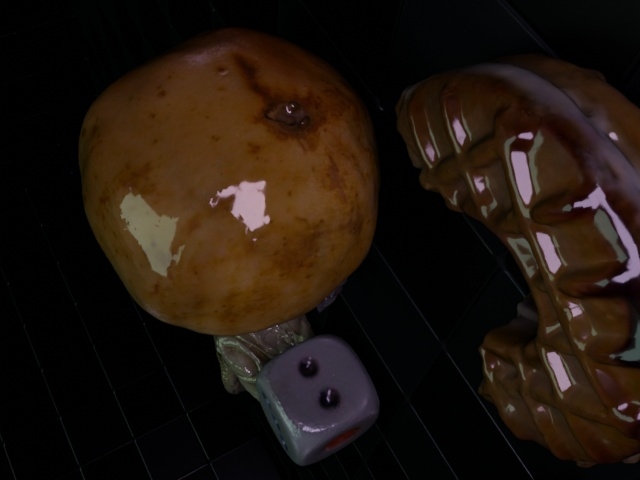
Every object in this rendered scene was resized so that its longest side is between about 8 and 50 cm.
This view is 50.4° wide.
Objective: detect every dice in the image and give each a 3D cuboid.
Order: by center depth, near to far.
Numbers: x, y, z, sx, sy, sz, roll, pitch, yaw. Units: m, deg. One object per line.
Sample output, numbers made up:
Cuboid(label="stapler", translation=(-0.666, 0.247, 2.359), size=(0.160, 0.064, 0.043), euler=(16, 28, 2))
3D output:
Cuboid(label="dice", translation=(-0.007, 0.313, 1.340), size=(0.192, 0.194, 0.193), euler=(58, 162, 24))

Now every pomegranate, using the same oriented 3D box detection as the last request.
Cuboid(label="pomegranate", translation=(-0.116, -0.057, 0.877), size=(0.410, 0.410, 0.410), euler=(53, 158, 33))

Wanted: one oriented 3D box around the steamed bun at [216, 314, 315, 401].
Cuboid(label="steamed bun", translation=(-0.126, 0.248, 1.565), size=(0.276, 0.203, 0.289), euler=(38, 148, 58))

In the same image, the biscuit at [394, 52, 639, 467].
Cuboid(label="biscuit", translation=(0.194, 0.022, 0.555), size=(0.366, 0.115, 0.268), euler=(67, 162, -8))

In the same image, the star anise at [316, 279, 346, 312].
Cuboid(label="star anise", translation=(0.000, 0.000, 1.095), size=(0.231, 0.089, 0.209), euler=(109, 146, -63))

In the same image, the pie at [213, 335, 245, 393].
Cuboid(label="pie", translation=(-0.211, 0.238, 1.805), size=(0.339, 0.077, 0.339), euler=(-8, -90, -83))
